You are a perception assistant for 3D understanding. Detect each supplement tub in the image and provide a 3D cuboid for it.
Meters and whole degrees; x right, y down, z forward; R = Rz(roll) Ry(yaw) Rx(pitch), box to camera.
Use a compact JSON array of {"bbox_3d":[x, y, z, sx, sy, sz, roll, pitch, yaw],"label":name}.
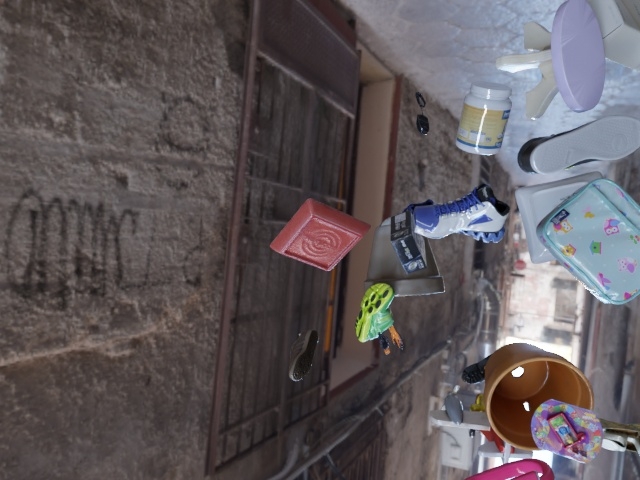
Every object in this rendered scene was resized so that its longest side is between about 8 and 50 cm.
[{"bbox_3d":[0.512,-0.382,1.604,0.144,0.199,0.144,4,-151,-2],"label":"supplement tub"}]

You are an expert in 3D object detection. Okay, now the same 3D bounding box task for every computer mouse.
[{"bbox_3d":[0.475,-0.604,2.449,0.071,0.242,0.041,14,151,-29],"label":"computer mouse"}]

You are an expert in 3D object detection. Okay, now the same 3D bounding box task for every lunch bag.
[{"bbox_3d":[0.685,-0.005,1.237,0.279,0.224,0.108,49,-171,11],"label":"lunch bag"}]

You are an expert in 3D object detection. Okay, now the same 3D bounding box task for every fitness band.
[{"bbox_3d":[0.539,0.711,1.515,0.291,0.054,0.209,-17,167,-4],"label":"fitness band"}]

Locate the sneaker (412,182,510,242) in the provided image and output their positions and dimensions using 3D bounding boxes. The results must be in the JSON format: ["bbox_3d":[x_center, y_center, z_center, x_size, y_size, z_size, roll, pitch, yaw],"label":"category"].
[{"bbox_3d":[0.460,-0.103,1.634,0.316,0.182,0.127,5,-134,-5],"label":"sneaker"}]

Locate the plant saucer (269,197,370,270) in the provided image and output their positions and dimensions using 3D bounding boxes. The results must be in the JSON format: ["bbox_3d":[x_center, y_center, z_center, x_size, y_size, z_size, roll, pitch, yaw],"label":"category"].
[{"bbox_3d":[0.000,0.000,1.745,0.258,0.047,0.259,22,129,-27],"label":"plant saucer"}]

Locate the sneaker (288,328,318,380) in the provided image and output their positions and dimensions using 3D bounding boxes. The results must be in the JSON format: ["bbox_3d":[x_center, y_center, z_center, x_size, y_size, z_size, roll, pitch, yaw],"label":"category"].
[{"bbox_3d":[-0.066,0.371,1.655,0.071,0.066,0.188,-15,-147,39],"label":"sneaker"}]

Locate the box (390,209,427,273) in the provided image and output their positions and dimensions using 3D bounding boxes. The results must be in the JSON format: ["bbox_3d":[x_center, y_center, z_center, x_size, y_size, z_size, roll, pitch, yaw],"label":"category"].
[{"bbox_3d":[0.310,0.003,1.811,0.078,0.147,0.180,-21,-153,19],"label":"box"}]

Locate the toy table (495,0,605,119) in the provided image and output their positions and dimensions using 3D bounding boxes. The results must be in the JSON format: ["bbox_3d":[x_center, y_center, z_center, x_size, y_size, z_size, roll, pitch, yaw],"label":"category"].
[{"bbox_3d":[0.587,-0.444,1.290,0.252,0.274,0.161,14,171,-29],"label":"toy table"}]

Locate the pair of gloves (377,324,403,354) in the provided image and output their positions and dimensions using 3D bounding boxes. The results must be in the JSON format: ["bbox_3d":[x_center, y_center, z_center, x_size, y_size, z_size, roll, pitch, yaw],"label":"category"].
[{"bbox_3d":[0.212,0.302,1.556,0.010,0.074,0.083,-9,160,-47],"label":"pair of gloves"}]

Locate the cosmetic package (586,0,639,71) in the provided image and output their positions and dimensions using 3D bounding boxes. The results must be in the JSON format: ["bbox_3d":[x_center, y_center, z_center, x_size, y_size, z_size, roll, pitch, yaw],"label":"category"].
[{"bbox_3d":[0.851,-0.598,1.446,0.309,0.160,0.113,0,159,-35],"label":"cosmetic package"}]

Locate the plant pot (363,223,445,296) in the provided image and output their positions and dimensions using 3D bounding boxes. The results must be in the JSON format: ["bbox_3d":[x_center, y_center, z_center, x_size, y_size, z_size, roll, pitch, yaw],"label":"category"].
[{"bbox_3d":[0.326,0.078,2.069,0.323,0.280,0.323,-4,175,0],"label":"plant pot"}]

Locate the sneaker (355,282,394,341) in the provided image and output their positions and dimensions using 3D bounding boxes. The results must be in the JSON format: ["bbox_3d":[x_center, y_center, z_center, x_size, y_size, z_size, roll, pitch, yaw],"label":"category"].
[{"bbox_3d":[0.220,0.267,1.943,0.124,0.295,0.109,-1,-136,-23],"label":"sneaker"}]

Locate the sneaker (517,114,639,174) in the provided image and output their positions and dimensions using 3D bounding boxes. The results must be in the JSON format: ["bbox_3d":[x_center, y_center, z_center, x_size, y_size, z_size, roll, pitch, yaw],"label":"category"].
[{"bbox_3d":[0.616,-0.233,1.243,0.296,0.104,0.147,-16,-169,-3],"label":"sneaker"}]

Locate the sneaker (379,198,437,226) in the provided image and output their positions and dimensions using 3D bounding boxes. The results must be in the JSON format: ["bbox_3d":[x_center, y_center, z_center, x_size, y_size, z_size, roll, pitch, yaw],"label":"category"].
[{"bbox_3d":[0.388,-0.110,2.311,0.296,0.111,0.131,-23,147,10],"label":"sneaker"}]

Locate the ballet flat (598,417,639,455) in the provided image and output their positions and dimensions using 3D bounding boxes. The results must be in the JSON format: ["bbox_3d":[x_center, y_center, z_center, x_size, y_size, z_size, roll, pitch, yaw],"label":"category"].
[{"bbox_3d":[1.149,0.743,1.914,0.349,0.123,0.123,7,-177,14],"label":"ballet flat"}]

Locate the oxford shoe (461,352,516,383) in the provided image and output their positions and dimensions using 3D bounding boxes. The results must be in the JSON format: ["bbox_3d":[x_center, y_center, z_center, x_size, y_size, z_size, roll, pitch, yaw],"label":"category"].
[{"bbox_3d":[0.626,0.470,1.897,0.227,0.082,0.096,-17,157,2],"label":"oxford shoe"}]

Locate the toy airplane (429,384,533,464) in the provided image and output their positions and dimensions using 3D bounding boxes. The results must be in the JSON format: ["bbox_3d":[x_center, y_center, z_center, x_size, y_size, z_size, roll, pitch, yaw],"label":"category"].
[{"bbox_3d":[0.673,0.674,1.973,0.386,0.272,0.384,3,178,-39],"label":"toy airplane"}]

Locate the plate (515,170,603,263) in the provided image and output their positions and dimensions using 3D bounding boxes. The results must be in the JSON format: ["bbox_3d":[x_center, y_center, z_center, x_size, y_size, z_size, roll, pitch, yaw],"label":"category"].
[{"bbox_3d":[0.816,-0.081,1.705,0.278,0.277,0.045,-12,161,20],"label":"plate"}]

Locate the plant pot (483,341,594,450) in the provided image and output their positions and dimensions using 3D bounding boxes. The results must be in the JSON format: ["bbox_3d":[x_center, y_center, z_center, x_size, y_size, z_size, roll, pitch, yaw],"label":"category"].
[{"bbox_3d":[0.608,0.429,1.507,0.291,0.290,0.203,5,-165,1],"label":"plant pot"}]

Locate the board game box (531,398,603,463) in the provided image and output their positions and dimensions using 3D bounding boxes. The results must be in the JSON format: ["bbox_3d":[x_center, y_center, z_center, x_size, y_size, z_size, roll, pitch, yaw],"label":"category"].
[{"bbox_3d":[0.631,0.489,1.316,0.169,0.133,0.033,12,176,26],"label":"board game box"}]
